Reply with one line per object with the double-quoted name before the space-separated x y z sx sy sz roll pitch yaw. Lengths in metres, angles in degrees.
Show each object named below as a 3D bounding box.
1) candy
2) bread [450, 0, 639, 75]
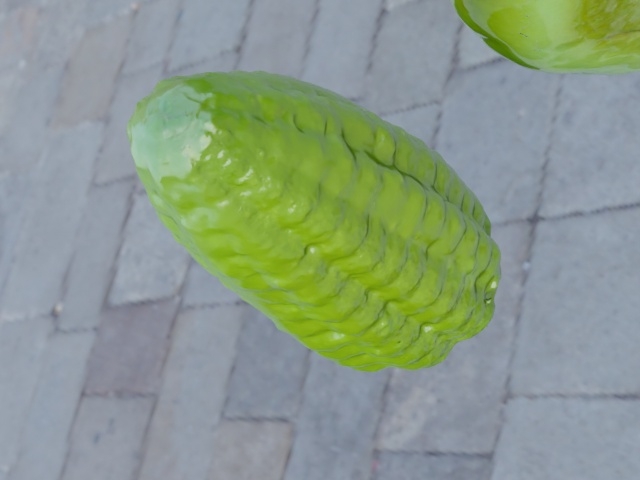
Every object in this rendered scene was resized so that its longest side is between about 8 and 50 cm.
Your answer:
"candy" -0.002 -0.011 0.537 0.096 0.209 0.097 -8 71 25
"bread" 0.087 -0.093 0.318 0.139 0.130 0.071 -41 59 35
